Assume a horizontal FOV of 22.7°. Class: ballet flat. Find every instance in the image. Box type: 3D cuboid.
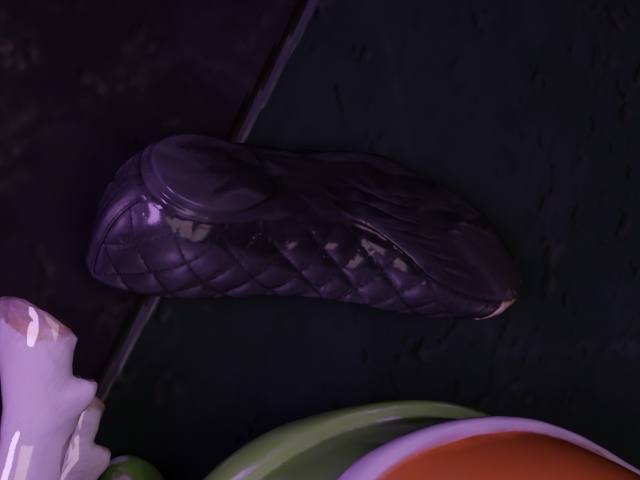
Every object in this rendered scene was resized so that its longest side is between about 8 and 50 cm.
[{"bbox_3d":[0.000,0.000,0.539,0.173,0.049,0.057,12,46,-37],"label":"ballet flat"}]

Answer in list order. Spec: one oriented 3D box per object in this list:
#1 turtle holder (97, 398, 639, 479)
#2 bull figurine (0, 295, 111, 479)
[{"bbox_3d":[0.038,0.214,0.470,0.243,0.227,0.320,32,77,-34],"label":"turtle holder"},{"bbox_3d":[-0.178,0.054,0.377,0.310,0.101,0.188,44,69,-30],"label":"bull figurine"}]
